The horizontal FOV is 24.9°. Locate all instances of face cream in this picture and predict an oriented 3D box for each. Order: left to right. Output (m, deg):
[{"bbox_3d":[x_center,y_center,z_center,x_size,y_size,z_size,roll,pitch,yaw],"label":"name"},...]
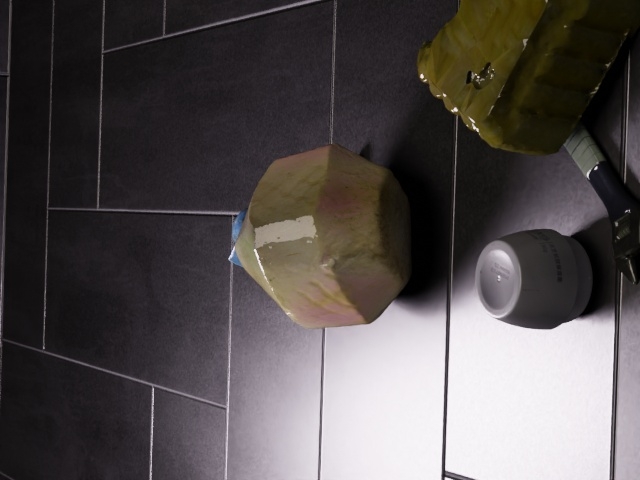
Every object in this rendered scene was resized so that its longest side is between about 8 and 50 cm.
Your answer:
[{"bbox_3d":[0.244,0.044,1.657,0.117,0.104,0.117,-3,86,62],"label":"face cream"}]

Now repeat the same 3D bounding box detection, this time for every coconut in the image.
[{"bbox_3d":[0.000,0.000,1.983,0.259,0.259,0.259,-4,85,61],"label":"coconut"}]

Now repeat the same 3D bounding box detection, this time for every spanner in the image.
[{"bbox_3d":[0.306,-0.079,1.638,0.315,0.024,0.087,64,145,39],"label":"spanner"}]

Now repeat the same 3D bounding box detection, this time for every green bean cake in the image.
[{"bbox_3d":[0.224,-0.243,1.660,0.233,0.124,0.236,55,129,44],"label":"green bean cake"}]

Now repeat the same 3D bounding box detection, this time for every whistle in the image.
[{"bbox_3d":[-0.106,-0.001,2.314,0.090,0.090,0.158,62,139,42],"label":"whistle"}]

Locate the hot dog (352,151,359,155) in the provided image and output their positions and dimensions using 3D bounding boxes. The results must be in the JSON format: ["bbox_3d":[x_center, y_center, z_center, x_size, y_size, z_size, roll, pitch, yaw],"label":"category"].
[{"bbox_3d":[0.037,-0.086,2.114,0.034,0.030,0.090,50,131,39],"label":"hot dog"}]
